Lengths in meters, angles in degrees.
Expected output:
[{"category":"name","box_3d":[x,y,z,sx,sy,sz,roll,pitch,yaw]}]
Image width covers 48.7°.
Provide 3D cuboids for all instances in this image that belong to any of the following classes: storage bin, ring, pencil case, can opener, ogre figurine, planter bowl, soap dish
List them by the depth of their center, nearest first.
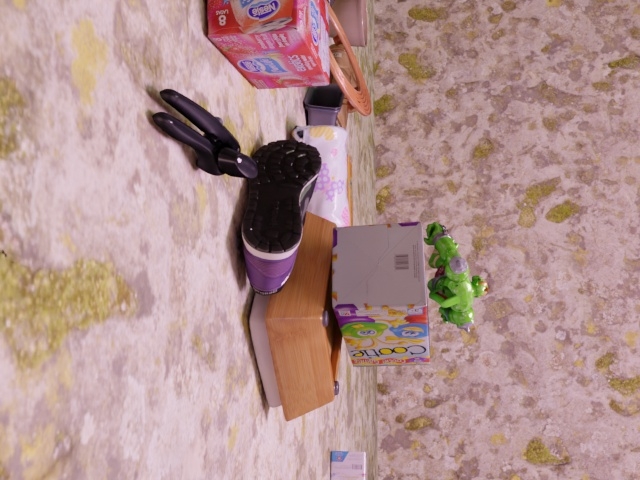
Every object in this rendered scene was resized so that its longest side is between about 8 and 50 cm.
[{"category":"can opener","box_3d":[-0.128,-0.119,0.778,0.186,0.073,0.059,42,55,-65]},{"category":"soap dish","box_3d":[-0.026,0.115,1.179,0.291,0.118,0.229,-79,165,-52]},{"category":"ogre figurine","box_3d":[0.228,0.078,1.230,0.118,0.097,0.197,-120,-145,-63]},{"category":"pencil case","box_3d":[0.000,-0.093,1.397,0.124,0.113,0.273,-12,100,-71]},{"category":"ring","box_3d":[0.027,-0.426,1.570,0.336,0.032,0.336,56,20,-33]},{"category":"storage bin","box_3d":[0.014,-0.290,1.608,0.135,0.098,0.091,-79,175,-54]},{"category":"planter bowl","box_3d":[0.066,-0.598,1.898,0.162,0.109,0.162,-2,90,-81]}]

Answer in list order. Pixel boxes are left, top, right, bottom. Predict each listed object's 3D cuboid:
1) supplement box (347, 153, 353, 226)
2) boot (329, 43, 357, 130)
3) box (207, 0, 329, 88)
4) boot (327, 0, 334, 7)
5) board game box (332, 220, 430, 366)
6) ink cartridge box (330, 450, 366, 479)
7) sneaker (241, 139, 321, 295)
[{"category":"supplement box","box_3d":[0.041,-0.096,1.767,0.078,0.080,0.233,39,48,-81]},{"category":"boot","box_3d":[0.046,-0.342,1.837,0.236,0.089,0.269,63,26,-49]},{"category":"box","box_3d":[-0.065,-0.307,0.986,0.257,0.123,0.128,16,72,-80]},{"category":"boot","box_3d":[0.011,-0.722,1.714,0.229,0.091,0.263,81,14,-66]},{"category":"board game box","box_3d":[0.107,0.101,1.178,0.275,0.142,0.144,72,17,-60]},{"category":"ink cartridge box","box_3d":[0.072,0.603,1.803,0.052,0.088,0.122,73,18,-68]},{"category":"sneaker","box_3d":[-0.069,-0.040,1.079,0.283,0.107,0.124,-76,177,-47]}]
